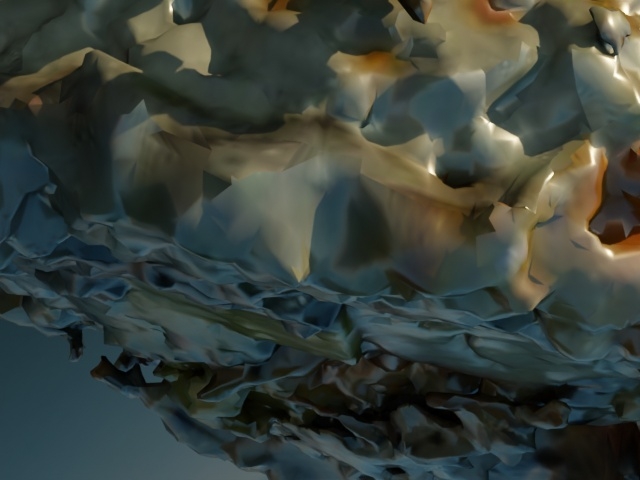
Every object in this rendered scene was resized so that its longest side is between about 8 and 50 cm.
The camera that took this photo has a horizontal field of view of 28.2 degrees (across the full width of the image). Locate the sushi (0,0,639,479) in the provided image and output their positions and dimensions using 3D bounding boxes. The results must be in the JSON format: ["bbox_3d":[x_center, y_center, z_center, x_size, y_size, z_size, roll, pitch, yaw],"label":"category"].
[{"bbox_3d":[-0.003,-0.002,0.512,0.417,0.417,0.176,86,21,-71],"label":"sushi"}]
